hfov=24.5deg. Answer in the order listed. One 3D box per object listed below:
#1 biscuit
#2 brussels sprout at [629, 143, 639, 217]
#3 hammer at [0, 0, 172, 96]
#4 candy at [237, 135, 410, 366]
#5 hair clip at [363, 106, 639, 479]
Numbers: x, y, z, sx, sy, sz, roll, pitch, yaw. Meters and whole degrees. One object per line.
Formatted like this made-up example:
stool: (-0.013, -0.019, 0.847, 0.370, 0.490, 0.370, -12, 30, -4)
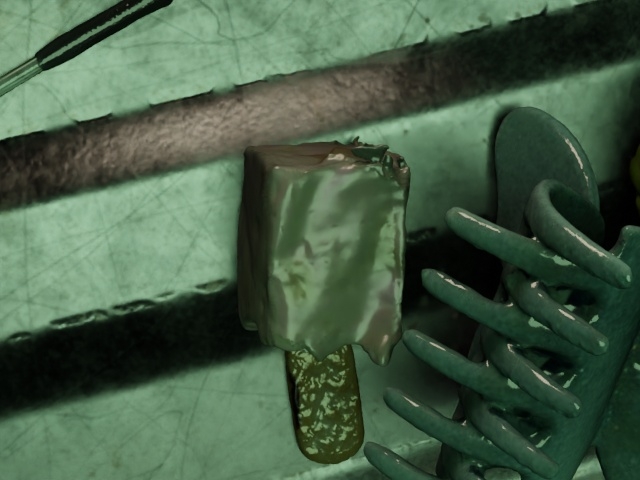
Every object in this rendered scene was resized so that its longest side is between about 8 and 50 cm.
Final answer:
biscuit: (0.004, 0.155, 1.467, 0.071, 0.018, 0.147, -10, 101, -10)
brussels sprout: (0.456, -0.084, 1.397, 0.273, 0.242, 0.317, 31, 91, 13)
hammer: (-0.248, -0.176, 1.357, 0.246, 0.029, 0.103, -33, 105, -4)
candy: (0.000, 0.000, 1.354, 0.137, 0.185, 0.195, -1, 101, -14)
hair clip: (0.209, 0.094, 1.299, 0.238, 0.392, 0.318, -10, 126, -49)
